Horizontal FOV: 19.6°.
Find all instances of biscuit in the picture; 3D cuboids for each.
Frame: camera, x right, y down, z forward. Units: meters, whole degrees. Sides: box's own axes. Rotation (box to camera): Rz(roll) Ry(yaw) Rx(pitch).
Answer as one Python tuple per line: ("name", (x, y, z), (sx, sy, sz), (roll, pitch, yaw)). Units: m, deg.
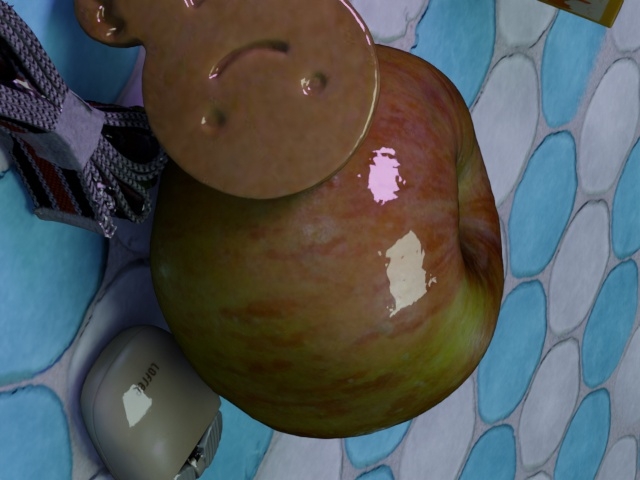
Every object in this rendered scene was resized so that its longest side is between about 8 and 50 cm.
("biscuit", (-0.078, -0.209, 1.630), (0.052, 0.275, 0.355), (-29, 104, -84))

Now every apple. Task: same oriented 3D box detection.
("apple", (0.000, 0.000, 1.850), (0.400, 0.333, 0.400), (-11, 90, -72))

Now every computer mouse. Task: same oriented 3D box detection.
("computer mouse", (-0.168, 0.188, 1.921), (0.145, 0.082, 0.236), (-56, 146, -28))

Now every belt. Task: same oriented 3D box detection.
("belt", (-0.249, -0.112, 1.603), (0.359, 0.094, 0.126), (46, 61, -60))

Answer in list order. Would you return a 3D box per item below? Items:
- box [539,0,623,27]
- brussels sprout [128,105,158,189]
("box", (0.318, -0.448, 2.218), (0.259, 0.214, 0.283), (77, 34, -80))
("brussels sprout", (-0.174, -0.087, 1.793), (0.051, 0.046, 0.083), (11, 95, -70))
